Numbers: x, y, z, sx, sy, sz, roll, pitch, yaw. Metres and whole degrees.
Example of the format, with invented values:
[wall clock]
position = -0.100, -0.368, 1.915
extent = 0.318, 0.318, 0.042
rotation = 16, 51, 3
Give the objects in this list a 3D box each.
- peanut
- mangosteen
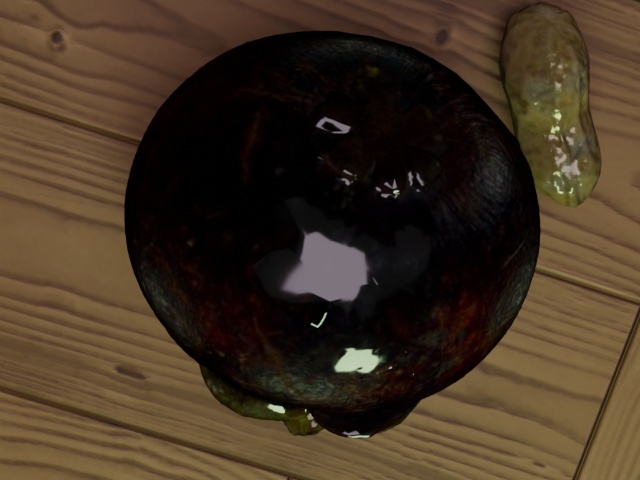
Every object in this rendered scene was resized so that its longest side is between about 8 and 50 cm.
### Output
[peanut]
position = 0.194, -0.111, 1.087
extent = 0.080, 0.080, 0.174
rotation = -13, 101, 1
[mangosteen]
position = 0.004, -0.006, 1.008
extent = 0.330, 0.330, 0.330
rotation = 0, 102, -1
